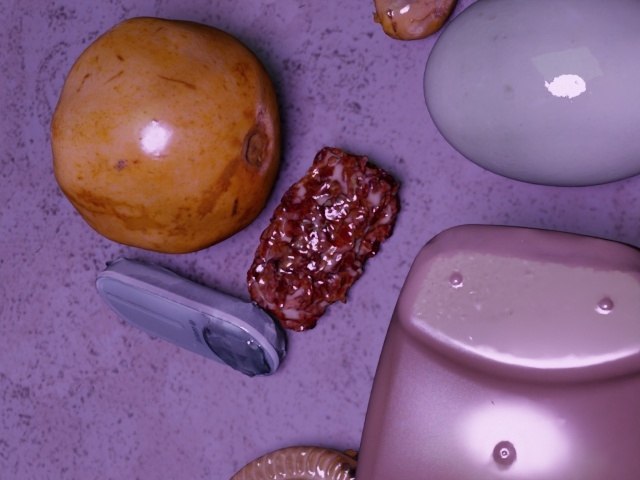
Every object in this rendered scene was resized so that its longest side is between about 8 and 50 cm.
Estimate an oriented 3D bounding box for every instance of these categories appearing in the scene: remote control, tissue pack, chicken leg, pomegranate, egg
[{"bbox_3d":[-0.147,0.084,1.222,0.247,0.104,0.052,20,56,25],"label":"remote control"},{"bbox_3d":[0.179,0.189,0.955,0.267,0.277,0.387,9,81,17],"label":"tissue pack"},{"bbox_3d":[0.121,-0.315,1.211,0.101,0.085,0.207,24,80,37],"label":"chicken leg"},{"bbox_3d":[-0.174,-0.117,1.193,0.264,0.264,0.264,-5,77,22],"label":"pomegranate"},{"bbox_3d":[0.236,-0.153,1.053,0.283,0.203,0.202,6,81,30],"label":"egg"}]

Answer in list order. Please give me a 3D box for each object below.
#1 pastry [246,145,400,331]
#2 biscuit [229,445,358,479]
[{"bbox_3d":[-0.001,-0.001,1.183,0.115,0.097,0.208,42,98,35],"label":"pastry"},{"bbox_3d":[-0.019,0.334,1.121,0.259,0.079,0.259,-5,76,22],"label":"biscuit"}]
